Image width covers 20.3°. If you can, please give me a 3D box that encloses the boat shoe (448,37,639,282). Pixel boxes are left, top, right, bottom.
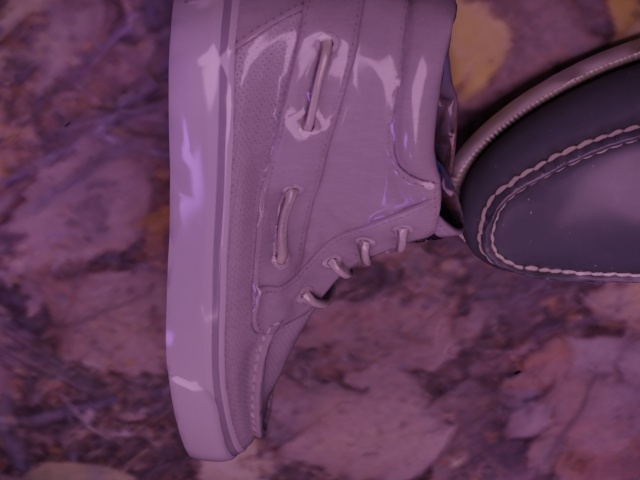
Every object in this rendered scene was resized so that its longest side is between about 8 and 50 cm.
[{"bbox_3d":[0.214,-0.025,0.772,0.319,0.099,0.116,-7,131,2],"label":"boat shoe"}]

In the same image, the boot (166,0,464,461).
[{"bbox_3d":[0.000,0.000,0.776,0.123,0.095,0.258,5,129,3],"label":"boot"}]
